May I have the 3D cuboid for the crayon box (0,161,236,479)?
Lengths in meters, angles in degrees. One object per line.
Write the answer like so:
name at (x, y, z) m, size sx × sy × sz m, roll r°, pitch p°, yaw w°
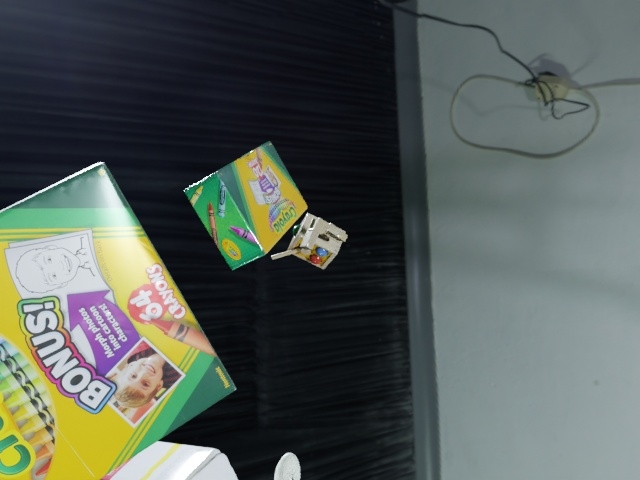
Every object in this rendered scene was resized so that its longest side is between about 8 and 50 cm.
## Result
crayon box at (-0.337, 0.129, 0.738) m, size 0.363 × 0.313 × 0.106 m, roll 64°, pitch 162°, yaw -17°

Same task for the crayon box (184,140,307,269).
crayon box at (-0.131, -0.077, 1.081) m, size 0.081 × 0.278 × 0.165 m, roll -25°, pitch 103°, yaw 22°

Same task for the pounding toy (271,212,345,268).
pounding toy at (-0.033, 0.012, 1.448) m, size 0.100 × 0.141 × 0.130 m, roll -68°, pitch 8°, yaw -30°

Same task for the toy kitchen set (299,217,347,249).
toy kitchen set at (0.000, 0.000, 1.271) m, size 0.068 × 0.083 × 0.075 m, roll -3°, pitch 59°, yaw 62°

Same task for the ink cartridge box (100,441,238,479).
ink cartridge box at (-0.363, 0.673, 1.416) m, size 0.384 × 0.160 × 0.279 m, roll -14°, pitch 105°, yaw 42°

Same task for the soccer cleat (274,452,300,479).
soccer cleat at (-0.088, 0.632, 1.389) m, size 0.076 × 0.068 × 0.196 m, roll 129°, pitch 156°, yaw -67°
